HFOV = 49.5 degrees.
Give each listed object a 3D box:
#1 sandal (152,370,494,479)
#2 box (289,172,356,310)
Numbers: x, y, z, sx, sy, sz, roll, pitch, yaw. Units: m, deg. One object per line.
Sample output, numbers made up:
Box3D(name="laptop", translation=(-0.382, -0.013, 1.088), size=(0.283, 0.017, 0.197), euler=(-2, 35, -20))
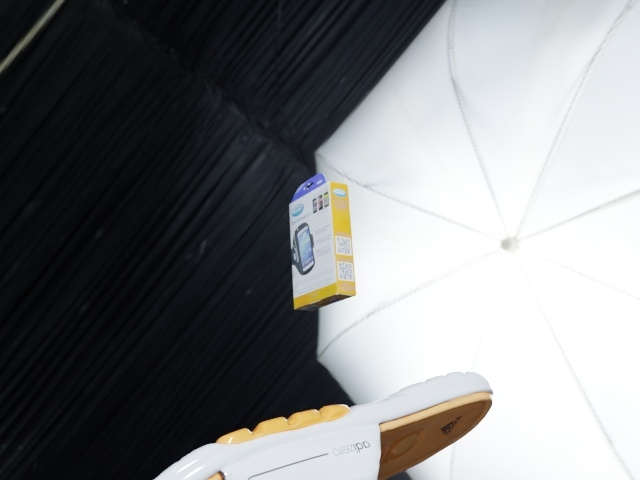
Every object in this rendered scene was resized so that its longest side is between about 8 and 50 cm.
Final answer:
Box3D(name="sandal", translation=(0.015, 0.138, 0.368), size=(0.265, 0.102, 0.076), euler=(-12, 47, -33))
Box3D(name="box", translation=(0.000, 0.000, 0.734), size=(0.028, 0.136, 0.081), euler=(10, -21, -33))
